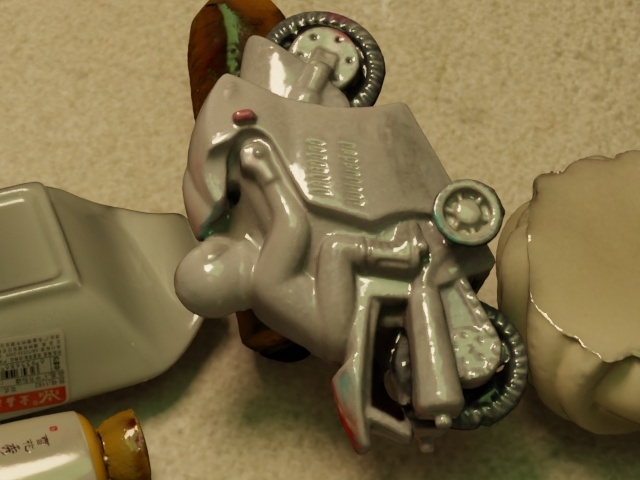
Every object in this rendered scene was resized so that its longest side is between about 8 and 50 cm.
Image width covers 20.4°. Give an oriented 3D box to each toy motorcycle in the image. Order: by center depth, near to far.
[{"bbox_3d":[0.000,0.000,0.971,0.171,0.110,0.260,-21,74,-13],"label":"toy motorcycle"}]

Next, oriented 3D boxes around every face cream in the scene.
[{"bbox_3d":[-0.182,0.133,0.950,0.182,0.051,0.072,-12,42,-13],"label":"face cream"}]

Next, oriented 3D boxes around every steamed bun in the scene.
[{"bbox_3d":[0.183,0.034,1.020,0.183,0.106,0.183,1,51,-1],"label":"steamed bun"}]

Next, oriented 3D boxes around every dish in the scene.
[{"bbox_3d":[-0.179,0.023,1.009,0.234,0.064,0.154,-13,45,-16],"label":"dish"}]

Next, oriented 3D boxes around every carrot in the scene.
[{"bbox_3d":[-0.037,-0.044,1.085,0.070,0.070,0.260,-5,55,-8],"label":"carrot"}]
